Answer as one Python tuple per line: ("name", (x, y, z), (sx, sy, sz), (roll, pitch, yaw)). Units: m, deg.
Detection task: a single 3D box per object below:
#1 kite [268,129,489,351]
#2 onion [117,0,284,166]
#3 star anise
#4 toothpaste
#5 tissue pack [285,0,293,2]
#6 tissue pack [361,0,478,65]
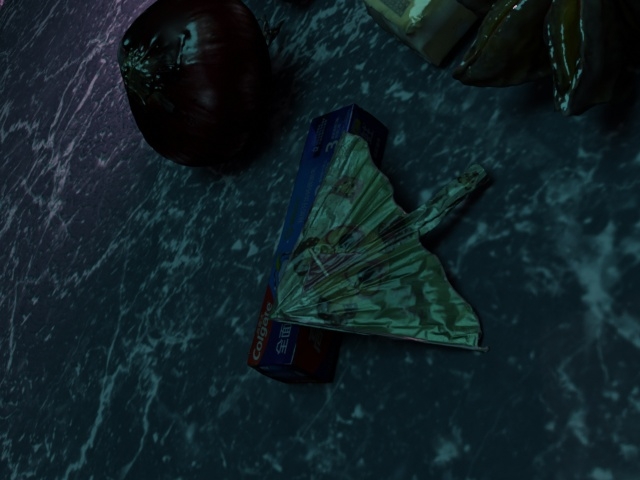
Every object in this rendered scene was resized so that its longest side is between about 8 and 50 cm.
("kite", (0.053, 0.005, 0.801), (0.268, 0.013, 0.322), (-33, 52, 9))
("onion", (-0.159, -0.245, 1.174), (0.273, 0.285, 0.273), (21, 119, 44))
("star anise", (0.263, -0.244, 0.716), (0.332, 0.118, 0.331), (-21, 53, 30))
("toothpaste", (0.001, 0.000, 0.893), (0.076, 0.066, 0.320), (-11, 58, 46))
("tissue pack", (-0.128, -0.588, 1.309), (0.264, 0.253, 0.416), (-56, 36, 6))
("tissue pack", (0.150, -0.337, 0.937), (0.222, 0.090, 0.186), (-51, 39, 13))
